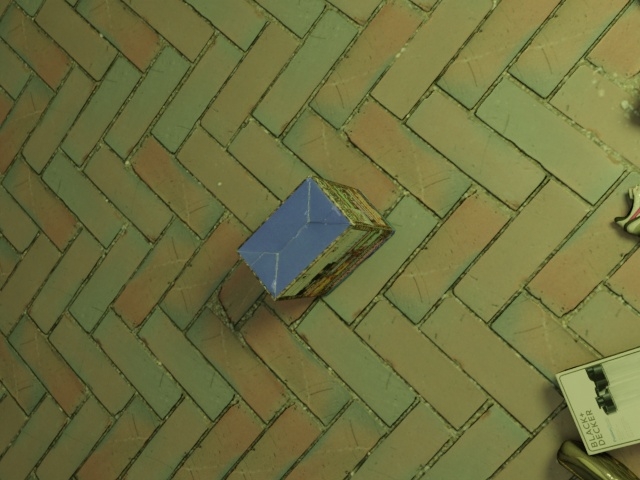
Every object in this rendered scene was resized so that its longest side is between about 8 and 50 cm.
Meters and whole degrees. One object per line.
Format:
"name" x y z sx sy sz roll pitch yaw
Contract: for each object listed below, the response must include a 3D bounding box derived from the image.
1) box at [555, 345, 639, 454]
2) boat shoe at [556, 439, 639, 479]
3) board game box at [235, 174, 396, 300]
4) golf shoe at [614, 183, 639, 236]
"box" 0.622 0.285 1.233 0.290 0.087 0.169 -26 73 30
"boat shoe" 0.598 0.537 1.248 0.355 0.132 0.130 39 102 20
"board game box" 0.000 0.000 1.417 0.232 0.291 0.141 -44 73 15
"golf shoe" 0.652 -0.096 1.274 0.086 0.067 0.186 31 100 21
